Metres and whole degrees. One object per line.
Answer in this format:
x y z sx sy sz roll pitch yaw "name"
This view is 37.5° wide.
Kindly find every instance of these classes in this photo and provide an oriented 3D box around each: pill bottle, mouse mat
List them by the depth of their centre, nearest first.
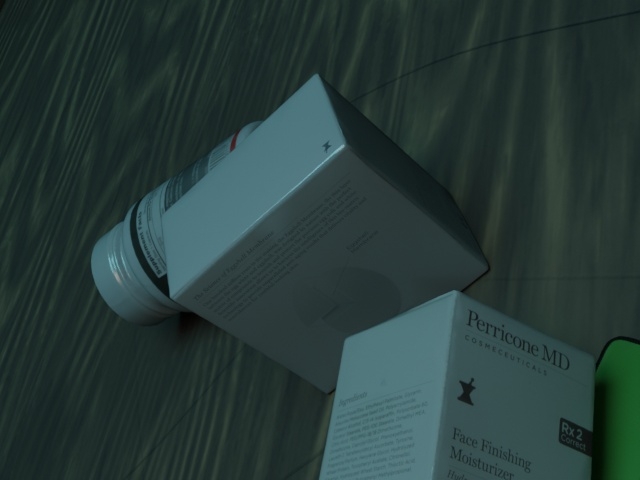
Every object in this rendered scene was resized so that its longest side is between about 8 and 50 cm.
0.266 0.157 0.704 0.189 0.007 0.153 15 73 51 "mouse mat"
-0.136 -0.010 1.154 0.283 0.161 0.161 -31 42 29 "pill bottle"

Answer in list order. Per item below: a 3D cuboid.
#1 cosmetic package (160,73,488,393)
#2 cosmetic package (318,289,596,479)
0.000 0.000 0.940 0.224 0.224 0.138 -40 38 17 "cosmetic package"
0.104 0.163 0.731 0.151 0.151 0.184 -30 41 52 "cosmetic package"
